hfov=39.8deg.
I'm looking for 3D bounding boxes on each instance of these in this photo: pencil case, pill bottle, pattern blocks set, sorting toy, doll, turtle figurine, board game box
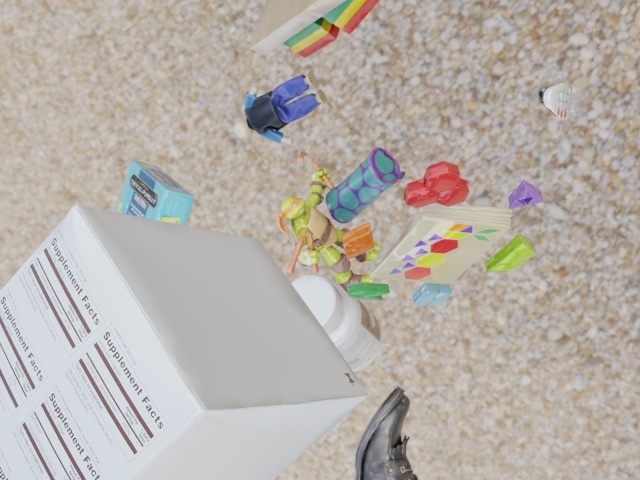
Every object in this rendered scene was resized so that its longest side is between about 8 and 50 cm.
[{"bbox_3d":[0.068,-0.087,1.422,0.064,0.070,0.151,41,140,-7],"label":"pencil case"},{"bbox_3d":[0.018,0.146,1.573,0.131,0.131,0.229,19,166,28],"label":"pill bottle"},{"bbox_3d":[0.164,0.005,1.209,0.285,0.026,0.325,11,145,-29],"label":"pattern blocks set"},{"bbox_3d":[0.032,-0.397,1.250,0.089,0.257,0.255,27,158,-27],"label":"sorting toy"},{"bbox_3d":[-0.081,-0.236,1.632,0.189,0.046,0.129,-24,106,23],"label":"doll"},{"bbox_3d":[0.000,0.000,1.428,0.087,0.270,0.217,-29,127,28],"label":"turtle figurine"},{"bbox_3d":[-0.436,0.003,2.148,0.254,0.079,0.336,36,108,53],"label":"board game box"}]

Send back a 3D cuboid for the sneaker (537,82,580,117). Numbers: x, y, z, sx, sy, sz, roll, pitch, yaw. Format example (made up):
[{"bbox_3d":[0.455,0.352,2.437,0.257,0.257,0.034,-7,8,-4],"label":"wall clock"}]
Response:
[{"bbox_3d":[0.416,-0.252,1.585,0.064,0.158,0.061,13,101,30],"label":"sneaker"}]

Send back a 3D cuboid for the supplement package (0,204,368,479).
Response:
[{"bbox_3d":[-0.119,0.108,0.572,0.203,0.194,0.149,-44,65,17],"label":"supplement package"}]

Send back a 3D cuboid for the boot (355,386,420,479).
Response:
[{"bbox_3d":[0.150,0.357,1.234,0.228,0.091,0.263,21,99,10],"label":"boot"}]
